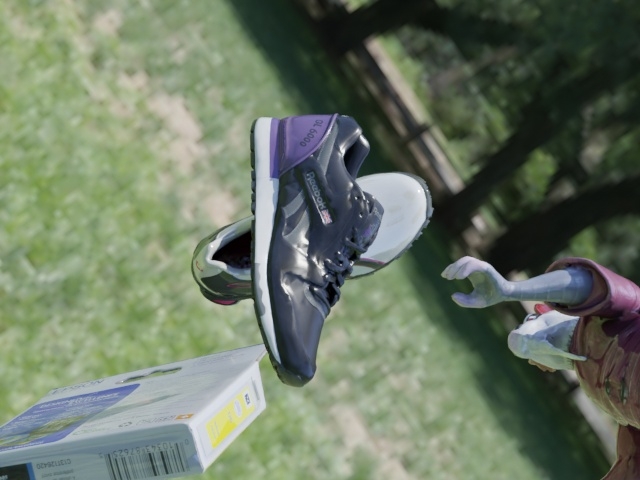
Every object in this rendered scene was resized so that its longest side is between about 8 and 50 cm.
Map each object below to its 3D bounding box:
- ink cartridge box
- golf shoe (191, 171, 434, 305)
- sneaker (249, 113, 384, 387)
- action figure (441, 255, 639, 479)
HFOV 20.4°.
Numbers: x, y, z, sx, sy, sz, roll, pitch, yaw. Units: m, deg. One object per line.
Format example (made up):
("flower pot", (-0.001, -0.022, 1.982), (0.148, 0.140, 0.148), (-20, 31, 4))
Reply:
("ink cartridge box", (-0.224, 0.209, 1.994), (0.307, 0.303, 0.072), (-31, 107, -71))
("golf shoe", (-0.005, -0.002, 1.894), (0.120, 0.272, 0.105), (92, -24, -81))
("sneaker", (0.000, 0.000, 1.730), (0.107, 0.124, 0.283), (65, 21, -66))
("action figure", (0.268, 0.092, 1.314), (0.370, 0.275, 0.248), (33, -35, 62))
